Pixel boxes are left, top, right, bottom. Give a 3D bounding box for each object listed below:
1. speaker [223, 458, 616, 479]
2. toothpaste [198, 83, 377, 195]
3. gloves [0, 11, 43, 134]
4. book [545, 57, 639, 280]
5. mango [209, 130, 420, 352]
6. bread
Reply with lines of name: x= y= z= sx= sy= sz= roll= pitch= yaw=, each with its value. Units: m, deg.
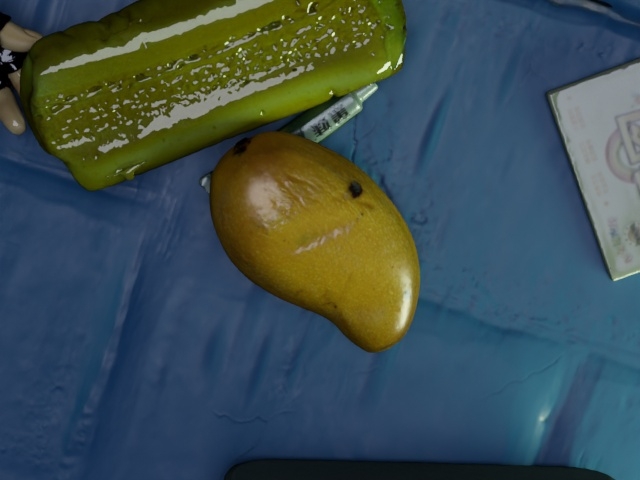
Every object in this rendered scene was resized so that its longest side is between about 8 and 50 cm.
speaker: x=0.102 y=0.335 z=1.616 sx=0.406 sy=0.183 sz=0.184 roll=2 pitch=103 yaw=0
toothpaste: x=-0.028 y=-0.100 z=1.629 sx=0.204 sy=0.031 sz=0.049 roll=-35 pitch=104 yaw=6
gloves: x=-0.358 y=-0.180 z=1.577 sx=0.164 sy=0.124 sz=0.203 roll=-32 pitch=131 yaw=27
book: x=0.400 y=-0.104 z=1.641 sx=0.295 sy=0.020 sz=0.208 roll=-21 pitch=98 yaw=2
mango: x=-0.002 y=-0.002 z=1.604 sx=0.157 sy=0.109 sz=0.262 roll=-43 pitch=112 yaw=0
bread: x=-0.102 y=-0.182 z=1.568 sx=0.383 sy=0.112 sz=0.166 roll=-22 pitch=117 yaw=-3
